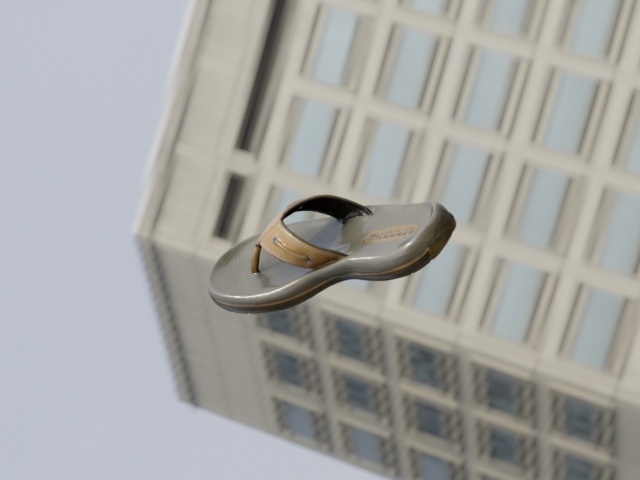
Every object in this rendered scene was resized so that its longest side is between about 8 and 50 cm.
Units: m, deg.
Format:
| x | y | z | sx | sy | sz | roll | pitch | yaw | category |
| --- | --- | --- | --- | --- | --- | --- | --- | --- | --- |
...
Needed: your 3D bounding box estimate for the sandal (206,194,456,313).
| x | y | z | sx | sy | sz | roll | pitch | yaw | category |
| --- | --- | --- | --- | --- | --- | --- | --- | --- | --- |
| 0.000 | 0.000 | 1.455 | 0.060 | 0.219 | 0.090 | 53 | -134 | -29 | sandal |
